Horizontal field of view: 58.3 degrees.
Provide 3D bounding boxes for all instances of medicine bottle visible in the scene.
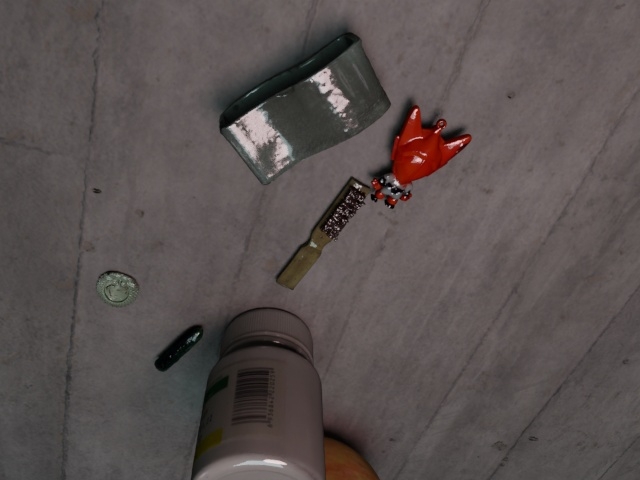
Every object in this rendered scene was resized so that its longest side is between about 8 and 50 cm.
[{"bbox_3d":[-0.099,0.293,0.991,0.208,0.340,0.208,-1,124,-2],"label":"medicine bottle"}]

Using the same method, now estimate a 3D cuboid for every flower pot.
[{"bbox_3d":[-0.023,-0.184,0.810,0.229,0.103,0.108,-26,122,14],"label":"flower pot"}]

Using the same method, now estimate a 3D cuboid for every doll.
[{"bbox_3d":[0.141,-0.118,0.888,0.109,0.057,0.169,23,119,-20],"label":"doll"}]

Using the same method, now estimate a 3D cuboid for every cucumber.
[{"bbox_3d":[-0.272,0.209,1.114,0.032,0.032,0.133,38,115,-24],"label":"cucumber"}]

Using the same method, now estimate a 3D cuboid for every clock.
[{"bbox_3d":[-0.369,0.091,1.043,0.074,0.010,0.083,19,122,-15],"label":"clock"}]

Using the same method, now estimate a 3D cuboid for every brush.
[{"bbox_3d":[0.000,0.000,0.979,0.043,0.036,0.248,30,118,-16],"label":"brush"}]

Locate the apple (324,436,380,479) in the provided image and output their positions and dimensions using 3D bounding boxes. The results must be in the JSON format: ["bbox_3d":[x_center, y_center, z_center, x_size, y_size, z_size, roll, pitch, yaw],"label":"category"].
[{"bbox_3d":[-0.040,0.605,1.187,0.346,0.391,0.391,19,122,-16],"label":"apple"}]
